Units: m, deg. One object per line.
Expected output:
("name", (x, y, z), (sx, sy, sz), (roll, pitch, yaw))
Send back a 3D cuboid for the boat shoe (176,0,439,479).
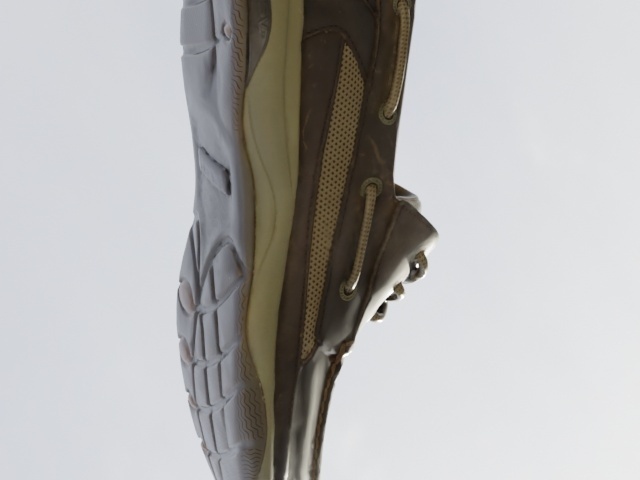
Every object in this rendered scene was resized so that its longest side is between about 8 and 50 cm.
("boat shoe", (0.000, 0.000, 1.002), (0.130, 0.355, 0.132), (-5, -155, -18))
